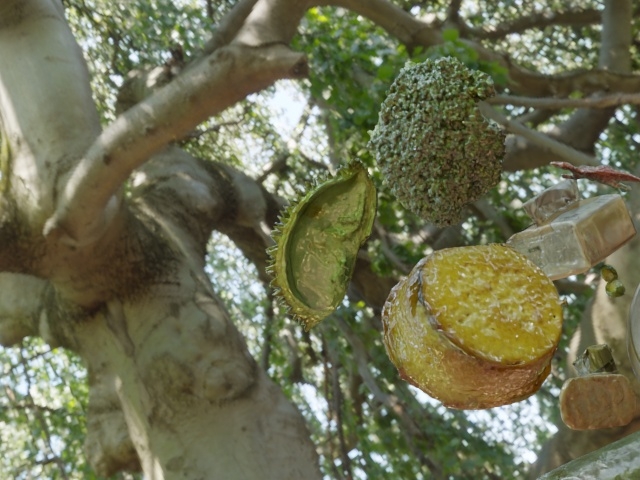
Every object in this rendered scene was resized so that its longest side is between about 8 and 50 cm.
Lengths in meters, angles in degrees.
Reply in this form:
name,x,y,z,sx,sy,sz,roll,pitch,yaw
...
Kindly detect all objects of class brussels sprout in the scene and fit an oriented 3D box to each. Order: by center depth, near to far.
name,x,y,z,sx,sy,sz,roll,pitch,yaw
brussels sprout,0.719,0.100,1.835,0.046,0.083,0.051,-14,-13,15

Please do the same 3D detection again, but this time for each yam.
name,x,y,z,sx,sy,sz,roll,pitch,yaw
yam,0.540,0.444,1.328,0.304,0.168,0.168,-28,-35,8

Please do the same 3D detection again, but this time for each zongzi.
name,x,y,z,sx,sy,sz,roll,pitch,yaw
zongzi,0.713,0.359,1.887,0.078,0.176,0.160,-21,-21,-2

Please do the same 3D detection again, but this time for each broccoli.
name,x,y,z,sx,sy,sz,roll,pitch,yaw
broccoli,0.204,-0.184,1.347,0.235,0.260,0.288,18,-68,-23

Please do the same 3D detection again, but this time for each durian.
name,x,y,z,sx,sy,sz,roll,pitch,yaw
durian,-0.003,-0.001,1.620,0.394,0.198,0.163,-63,-12,3

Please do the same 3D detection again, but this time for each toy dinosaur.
name,x,y,z,sx,sy,sz,roll,pitch,yaw
toy dinosaur,0.726,-0.165,1.884,0.167,0.242,0.053,15,-90,-45

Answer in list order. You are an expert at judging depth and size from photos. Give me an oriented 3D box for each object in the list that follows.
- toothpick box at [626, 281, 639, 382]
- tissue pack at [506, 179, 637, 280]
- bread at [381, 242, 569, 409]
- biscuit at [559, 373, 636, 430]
name,x,y,z,sx,sy,sz,roll,pitch,yaw
toothpick box,0.873,0.198,1.587,0.409,0.409,0.425,-24,-36,-20
tissue pack,0.657,-0.040,1.986,0.305,0.238,0.239,-23,-37,-43
bread,0.337,0.188,1.658,0.398,0.398,0.215,-19,-32,-25
biscuit,0.373,0.216,1.000,0.147,0.071,0.018,3,-10,-30
